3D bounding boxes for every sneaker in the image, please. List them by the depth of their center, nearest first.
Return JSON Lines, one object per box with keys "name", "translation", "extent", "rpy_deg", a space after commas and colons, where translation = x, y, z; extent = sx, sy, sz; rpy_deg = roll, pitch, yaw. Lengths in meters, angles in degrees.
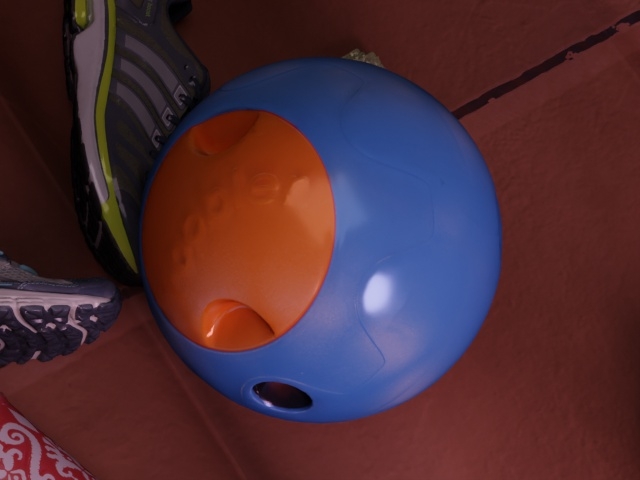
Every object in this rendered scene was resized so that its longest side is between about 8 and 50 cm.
{"name": "sneaker", "translation": [-0.304, 0.027, 1.620], "extent": [0.283, 0.110, 0.122], "rpy_deg": [1, 64, -6]}
{"name": "sneaker", "translation": [-0.152, -0.105, 1.691], "extent": [0.121, 0.111, 0.300], "rpy_deg": [-2, 70, -11]}

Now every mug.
{"name": "mug", "translation": [-0.229, 0.226, 1.563], "extent": [0.169, 0.150, 0.113], "rpy_deg": [36, 33, 5]}

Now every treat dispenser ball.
{"name": "treat dispenser ball", "translation": [0.000, 0.000, 1.562], "extent": [0.288, 0.288, 0.288], "rpy_deg": [2, 68, -5]}

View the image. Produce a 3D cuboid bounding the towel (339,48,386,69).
{"name": "towel", "translation": [0.034, -0.094, 1.745], "extent": [0.110, 0.027, 0.148], "rpy_deg": [-28, 72, -17]}
